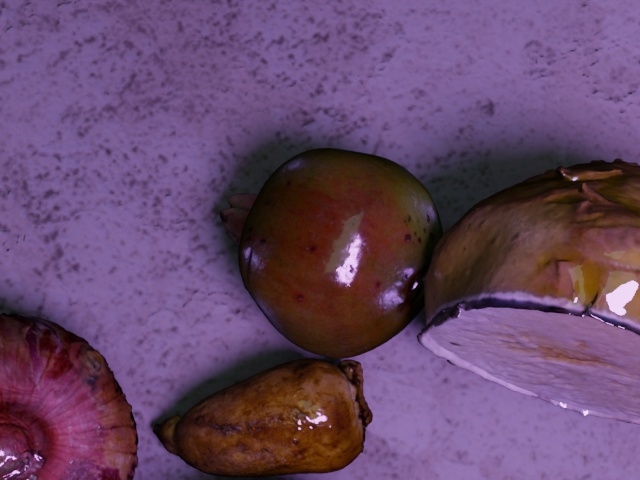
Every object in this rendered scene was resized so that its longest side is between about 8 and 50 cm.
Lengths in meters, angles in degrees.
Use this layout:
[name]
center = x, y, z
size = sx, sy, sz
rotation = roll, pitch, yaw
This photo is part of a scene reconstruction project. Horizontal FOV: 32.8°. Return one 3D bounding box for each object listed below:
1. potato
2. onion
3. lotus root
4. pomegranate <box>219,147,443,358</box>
[potato]
center = 0.216, 0.019, 0.854
size = 0.247, 0.300, 0.196
rotation = 2, 70, 32
[onion]
center = -0.266, 0.171, 0.861
size = 0.246, 0.190, 0.246
rotation = 5, 72, -17
[lotus root]
center = -0.050, 0.159, 0.915
size = 0.191, 0.108, 0.094
rotation = -16, 37, 5
[pomegranate]
center = 0.000, 0.000, 0.919
size = 0.210, 0.180, 0.180
rotation = 24, 77, 38
